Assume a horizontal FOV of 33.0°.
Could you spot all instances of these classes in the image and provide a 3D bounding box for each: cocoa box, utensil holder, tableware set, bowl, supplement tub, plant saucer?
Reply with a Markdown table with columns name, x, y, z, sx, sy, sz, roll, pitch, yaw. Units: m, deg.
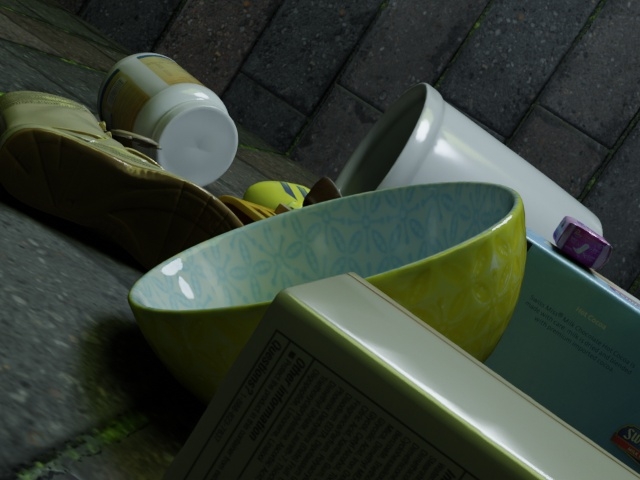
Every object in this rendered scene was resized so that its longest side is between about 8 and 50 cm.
| name | x | y | z | sx | sy | sz | roll | pitch | yaw |
| --- | --- | --- | --- | --- | --- | --- | --- | --- | --- |
| cocoa box | 0.224 | 0.131 | 1.106 | 0.347 | 0.228 | 0.231 | 35 | 8 | 13 |
| utensil holder | 0.235 | -0.027 | 1.840 | 0.385 | 0.327 | 0.327 | 33 | 7 | -12 |
| tableware set | -0.293 | -0.141 | 1.364 | 0.141 | 0.020 | 0.169 | 15 | -2 | 42 |
| bowl | 0.020 | 0.070 | 0.794 | 0.289 | 0.290 | 0.156 | -114 | -171 | -77 |
| supplement tub | -0.215 | -0.168 | 1.516 | 0.144 | 0.144 | 0.200 | 27 | 10 | -42 |
| plant saucer | 0.011 | 0.015 | 1.179 | 0.029 | 0.168 | 0.168 | -14 | 23 | -13 |

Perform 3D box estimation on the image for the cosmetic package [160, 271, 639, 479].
| name | x | y | z | sx | sy | sz | roll | pitch | yaw |
| --- | --- | --- | --- | --- | --- | --- | --- | --- | --- |
| cosmetic package | 0.081 | 0.166 | 0.511 | 0.309 | 0.160 | 0.113 | 36 | 14 | 14 |

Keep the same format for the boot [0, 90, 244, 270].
| name | x | y | z | sx | sy | sz | roll | pitch | yaw |
| --- | --- | --- | --- | --- | --- | --- | --- | --- | --- |
| boot | -0.200 | -0.056 | 1.067 | 0.262 | 0.095 | 0.203 | 25 | 9 | -27 |

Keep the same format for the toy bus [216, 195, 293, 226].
| name | x | y | z | sx | sy | sz | roll | pitch | yaw |
| --- | --- | --- | --- | --- | --- | --- | --- | --- | --- |
| toy bus | -0.059 | 0.011 | 1.167 | 0.191 | 0.104 | 0.202 | 30 | 8 | -26 |

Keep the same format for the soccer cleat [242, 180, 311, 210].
| name | x | y | z | sx | sy | sz | roll | pitch | yaw |
| --- | --- | --- | --- | --- | --- | --- | --- | --- | --- |
| soccer cleat | 0.001 | -0.001 | 1.567 | 0.289 | 0.093 | 0.121 | 35 | 14 | 15 |

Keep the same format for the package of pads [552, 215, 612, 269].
| name | x | y | z | sx | sy | sz | roll | pitch | yaw |
| --- | --- | --- | --- | --- | --- | --- | --- | --- | --- |
| package of pads | 0.254 | 0.002 | 1.051 | 0.050 | 0.032 | 0.083 | 32 | 10 | 5 |
